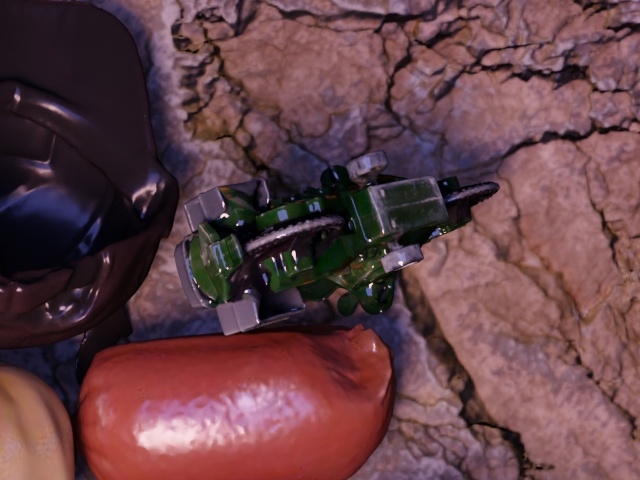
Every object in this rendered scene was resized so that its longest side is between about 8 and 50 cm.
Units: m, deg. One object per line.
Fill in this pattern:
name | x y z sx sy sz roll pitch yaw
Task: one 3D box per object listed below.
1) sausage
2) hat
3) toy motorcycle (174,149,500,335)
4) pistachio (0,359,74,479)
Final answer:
sausage | -0.068 0.134 1.127 0.255 0.148 0.148 -2 80 0
hat | -0.250 -0.036 1.169 0.238 0.209 0.336 8 51 -26
toy motorcycle | 0.000 0.000 1.113 0.187 0.275 0.124 -24 82 41
pistachio | -0.325 0.195 1.080 0.321 0.229 0.238 -31 88 8
